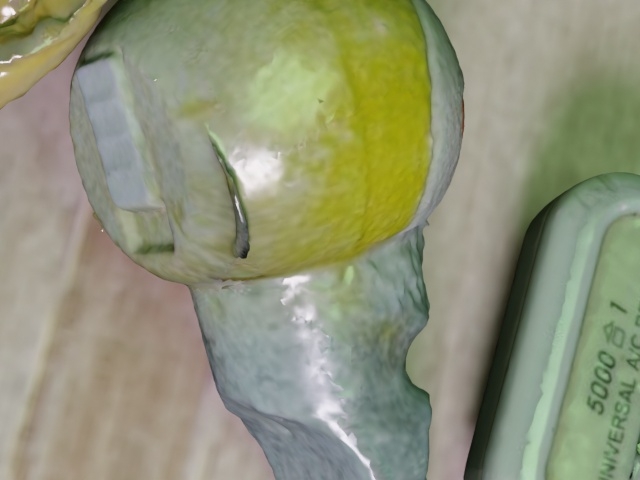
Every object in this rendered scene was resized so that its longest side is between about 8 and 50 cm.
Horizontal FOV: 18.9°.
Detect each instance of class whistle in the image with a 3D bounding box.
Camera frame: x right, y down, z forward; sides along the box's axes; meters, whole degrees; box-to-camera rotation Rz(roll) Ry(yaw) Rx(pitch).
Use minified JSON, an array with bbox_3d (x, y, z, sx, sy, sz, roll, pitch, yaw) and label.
[{"bbox_3d":[0.000,0.000,0.578,0.123,0.123,0.223,-18,97,-18],"label":"whistle"}]

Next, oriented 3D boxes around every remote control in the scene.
[{"bbox_3d":[0.212,0.087,0.634,0.335,0.065,0.128,20,76,-11],"label":"remote control"}]

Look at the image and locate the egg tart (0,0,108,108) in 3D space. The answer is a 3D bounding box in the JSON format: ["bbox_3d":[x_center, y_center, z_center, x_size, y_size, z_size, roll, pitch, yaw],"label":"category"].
[{"bbox_3d":[-0.123,-0.140,0.575,0.232,0.098,0.252,-7,77,2],"label":"egg tart"}]
